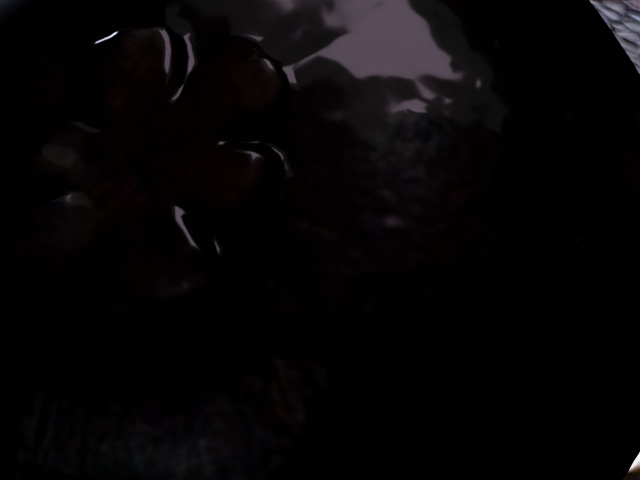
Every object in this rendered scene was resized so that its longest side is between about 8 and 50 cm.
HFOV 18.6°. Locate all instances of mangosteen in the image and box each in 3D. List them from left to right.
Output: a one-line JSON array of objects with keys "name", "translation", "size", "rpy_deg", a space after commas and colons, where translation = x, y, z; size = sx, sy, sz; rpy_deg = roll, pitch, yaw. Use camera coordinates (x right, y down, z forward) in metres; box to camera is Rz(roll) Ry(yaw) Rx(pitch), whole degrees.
[{"name": "mangosteen", "translation": [-0.019, 0.023, 0.915], "size": [0.382, 0.382, 0.435], "rpy_deg": [29, -5, 17]}]

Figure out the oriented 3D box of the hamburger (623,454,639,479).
[{"name": "hamburger", "translation": [0.288, 0.180, 1.026], "size": [0.283, 0.144, 0.156], "rpy_deg": [28, 27, 20]}]
